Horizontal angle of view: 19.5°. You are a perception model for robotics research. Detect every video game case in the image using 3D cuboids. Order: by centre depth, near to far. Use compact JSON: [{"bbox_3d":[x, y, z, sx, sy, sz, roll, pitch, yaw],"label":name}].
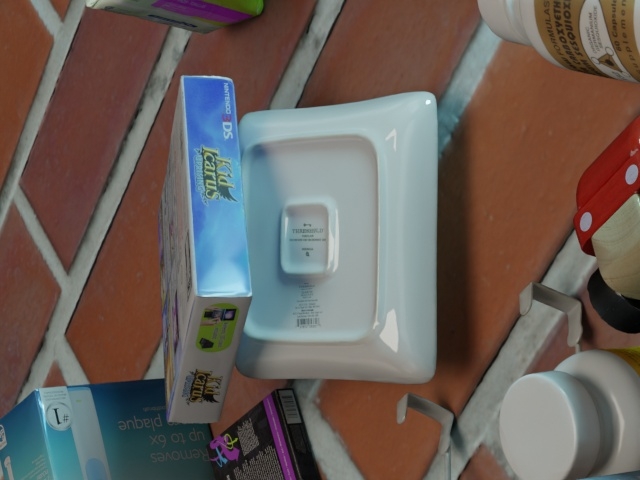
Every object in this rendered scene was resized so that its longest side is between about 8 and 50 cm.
[{"bbox_3d":[-0.122,0.012,1.906,0.244,0.061,0.270,108,160,-53],"label":"video game case"}]

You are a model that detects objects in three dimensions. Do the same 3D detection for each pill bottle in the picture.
[{"bbox_3d":[0.245,0.142,1.458,0.117,0.208,0.118,4,94,54],"label":"pill bottle"},{"bbox_3d":[0.238,-0.199,1.522,0.229,0.131,0.131,19,107,52],"label":"pill bottle"}]

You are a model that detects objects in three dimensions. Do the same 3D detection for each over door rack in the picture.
[{"bbox_3d":[0.189,0.234,1.646,0.239,0.108,0.324,-47,40,44],"label":"over door rack"}]

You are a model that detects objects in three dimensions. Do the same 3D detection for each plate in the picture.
[{"bbox_3d":[0.000,0.000,1.825,0.277,0.045,0.278,-2,87,45],"label":"plate"}]

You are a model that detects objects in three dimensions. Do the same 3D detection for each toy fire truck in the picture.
[{"bbox_3d":[0.301,-0.062,1.390,0.158,0.217,0.246,-51,37,42],"label":"toy fire truck"}]

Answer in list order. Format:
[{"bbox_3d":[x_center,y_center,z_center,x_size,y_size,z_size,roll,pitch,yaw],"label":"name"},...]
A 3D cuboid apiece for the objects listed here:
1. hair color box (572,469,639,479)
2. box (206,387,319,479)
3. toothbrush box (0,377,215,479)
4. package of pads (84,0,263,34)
[{"bbox_3d":[0.236,0.271,1.335,0.113,0.374,0.185,28,114,50],"label":"hair color box"},{"bbox_3d":[-0.065,0.247,2.044,0.162,0.029,0.116,-40,59,46],"label":"box"},{"bbox_3d":[-0.224,0.316,2.107,0.126,0.216,0.296,-37,61,49],"label":"toothbrush box"},{"bbox_3d":[-0.173,-0.381,2.003,0.101,0.229,0.297,-15,80,30],"label":"package of pads"}]
